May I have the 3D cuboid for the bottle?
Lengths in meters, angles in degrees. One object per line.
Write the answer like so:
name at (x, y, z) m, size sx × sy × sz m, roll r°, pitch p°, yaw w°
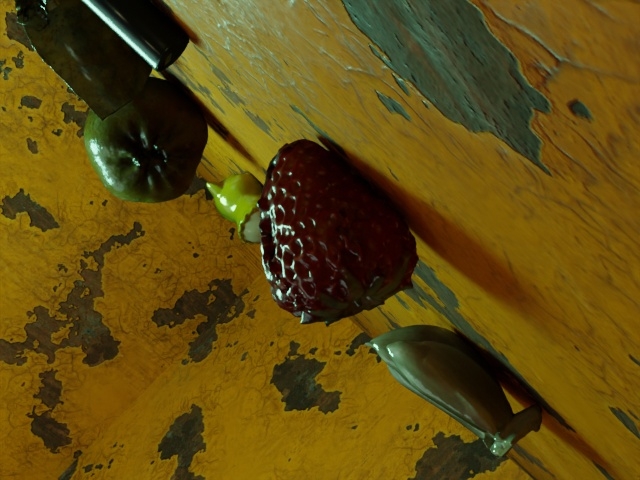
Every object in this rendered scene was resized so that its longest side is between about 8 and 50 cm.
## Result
bottle at (-0.305, -0.361, 1.454) m, size 0.244 × 0.082 × 0.072 m, roll 42°, pitch 149°, yaw 0°

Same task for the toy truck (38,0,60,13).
toy truck at (-0.375, -0.420, 1.289) m, size 0.272 × 0.124 × 0.157 m, roll 43°, pitch 166°, yaw 53°

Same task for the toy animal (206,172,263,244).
toy animal at (-0.172, -0.069, 2.394) m, size 0.230 × 0.156 × 0.156 m, roll 37°, pitch 172°, yaw 33°

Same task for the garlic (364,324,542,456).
garlic at (0.243, 0.256, 1.732) m, size 0.325 × 0.132 × 0.279 m, roll 40°, pitch 173°, yaw 20°

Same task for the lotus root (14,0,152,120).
lotus root at (-0.452, -0.412, 1.862) m, size 0.260 × 0.149 × 0.267 m, roll 53°, pitch -171°, yaw -35°

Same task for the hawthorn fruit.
hawthorn fruit at (-0.387, -0.235, 2.141) m, size 0.268 × 0.268 × 0.301 m, roll 48°, pitch -176°, yaw -35°

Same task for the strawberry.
strawberry at (0.001, -0.019, 1.255) m, size 0.205 × 0.205 × 0.244 m, roll 60°, pitch -176°, yaw -72°
